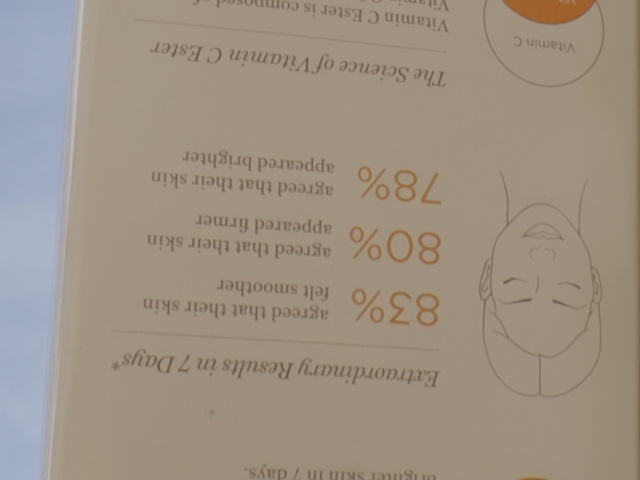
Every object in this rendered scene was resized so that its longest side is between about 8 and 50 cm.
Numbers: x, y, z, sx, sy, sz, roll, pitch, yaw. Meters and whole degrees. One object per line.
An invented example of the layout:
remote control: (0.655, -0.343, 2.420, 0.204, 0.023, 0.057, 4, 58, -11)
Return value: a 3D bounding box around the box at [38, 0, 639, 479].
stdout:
box: (0.000, 0.000, 0.512, 0.215, 0.168, 0.345, 5, -100, -12)
